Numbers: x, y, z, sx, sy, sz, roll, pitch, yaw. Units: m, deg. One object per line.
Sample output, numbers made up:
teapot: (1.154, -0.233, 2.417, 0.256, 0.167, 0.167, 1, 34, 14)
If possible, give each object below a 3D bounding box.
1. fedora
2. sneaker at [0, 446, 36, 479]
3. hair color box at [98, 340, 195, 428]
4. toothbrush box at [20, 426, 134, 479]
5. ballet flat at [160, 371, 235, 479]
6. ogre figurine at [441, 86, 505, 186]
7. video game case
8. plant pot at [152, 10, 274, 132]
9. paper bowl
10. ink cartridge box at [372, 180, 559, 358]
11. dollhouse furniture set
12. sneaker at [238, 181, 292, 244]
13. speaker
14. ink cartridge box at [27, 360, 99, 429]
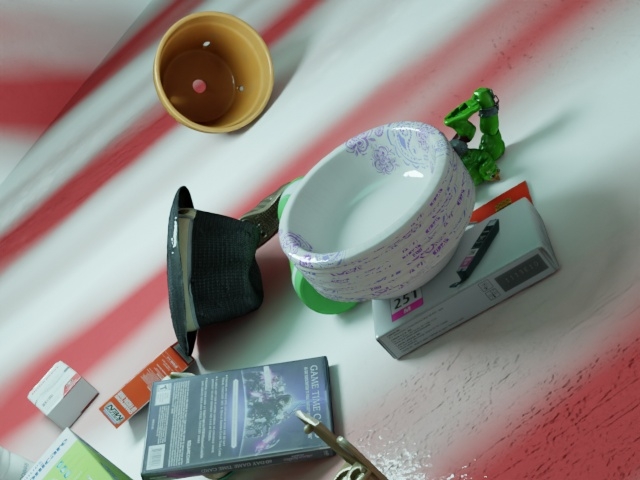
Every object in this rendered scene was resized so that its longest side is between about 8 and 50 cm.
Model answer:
fedora: (-0.180, 0.051, 1.821, 0.153, 0.334, 0.334, -2, 34, -1)
sneaker: (-0.582, 0.453, 1.859, 0.297, 0.129, 0.111, -35, 36, 57)
hair color box: (-0.305, 0.253, 1.806, 0.167, 0.053, 0.093, -42, 0, 1)
toothbrush box: (-0.284, 0.406, 1.434, 0.122, 0.206, 0.283, -49, 29, -12)
ballet flat: (-0.210, 0.269, 1.640, 0.107, 0.106, 0.316, -46, 28, -8)
ogre figurine: (0.233, -0.142, 1.642, 0.097, 0.118, 0.197, -6, 46, 42)
video game case: (-0.119, 0.258, 1.497, 0.274, 0.026, 0.196, -8, 33, 2)
plant pot: (-0.280, -0.396, 2.519, 0.291, 0.291, 0.203, -50, 12, -15)
paper bowl: (0.092, -0.027, 1.487, 0.284, 0.148, 0.284, -25, 34, 18)
ink cartridge box: (0.200, 0.023, 1.516, 0.275, 0.060, 0.239, -32, 31, 19)
dollhouse furniture set: (-0.001, 0.323, 1.276, 0.151, 0.123, 0.144, -51, 29, -15)
sneaker: (-0.106, -0.048, 2.019, 0.188, 0.066, 0.071, -35, 11, 3)
speaker: (0.000, 0.000, 1.729, 0.131, 0.131, 0.296, -36, 28, 12)
ink cartridge box: (-0.510, 0.306, 2.024, 0.099, 0.056, 0.135, -50, 29, -15)
